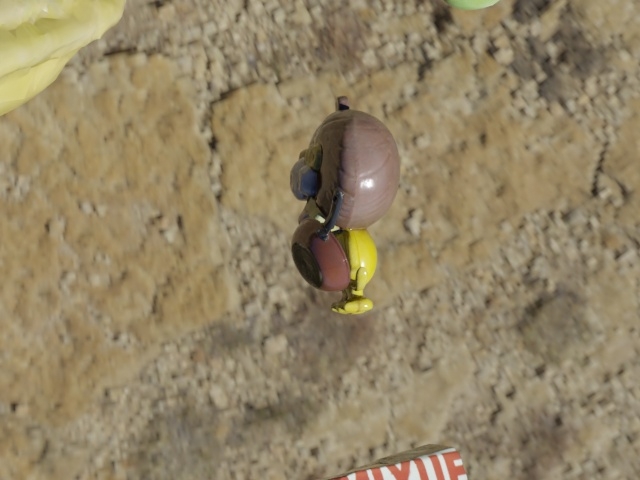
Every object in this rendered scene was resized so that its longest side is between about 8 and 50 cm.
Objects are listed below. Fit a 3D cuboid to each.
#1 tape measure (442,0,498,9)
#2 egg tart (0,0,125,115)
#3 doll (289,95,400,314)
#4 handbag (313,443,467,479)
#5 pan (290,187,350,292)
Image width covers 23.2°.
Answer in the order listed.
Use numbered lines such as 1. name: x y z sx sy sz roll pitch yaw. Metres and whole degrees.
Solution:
1. tape measure: 0.160 -0.292 1.418 0.175 0.106 0.200 -44 164 27
2. egg tart: -0.225 -0.127 0.527 0.352 0.352 0.150 -6 116 -10
3. doll: 0.022 -0.032 1.385 0.096 0.188 0.145 0 153 -4
4. handbag: 0.007 0.287 1.174 0.171 0.151 0.298 -8 128 -48
5. pan: 0.000 0.000 1.286 0.023 0.068 0.115 -27 149 -28
